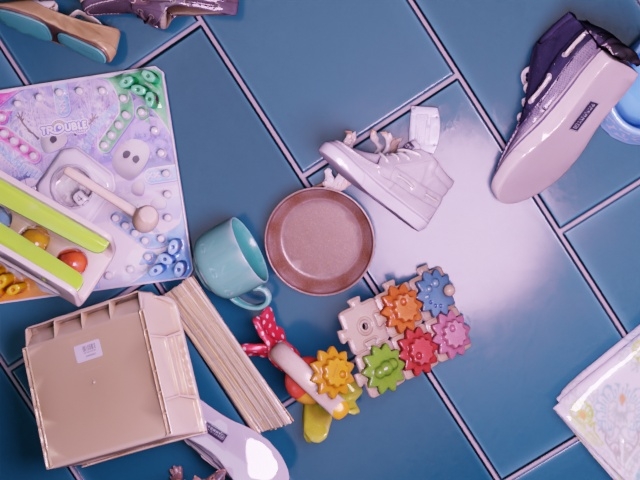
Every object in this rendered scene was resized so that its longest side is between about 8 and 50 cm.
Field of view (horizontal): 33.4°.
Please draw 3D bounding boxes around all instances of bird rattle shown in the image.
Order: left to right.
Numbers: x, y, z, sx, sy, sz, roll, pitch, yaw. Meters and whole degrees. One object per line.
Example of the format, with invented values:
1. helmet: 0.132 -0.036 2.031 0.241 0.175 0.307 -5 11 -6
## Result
1. bird rattle: -0.026 0.229 1.868 0.143 0.207 0.254 -38 100 -10

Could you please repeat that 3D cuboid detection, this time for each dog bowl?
1. dog bowl: 0.600 -0.296 1.829 0.166 0.074 0.297 42 97 0

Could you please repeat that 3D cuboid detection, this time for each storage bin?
1. storage bin: -0.369 0.248 1.880 0.262 0.123 0.261 -18 79 19

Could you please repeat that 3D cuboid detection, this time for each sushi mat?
1. sushi mat: -0.171 0.211 1.909 0.019 0.151 0.317 -35 91 -35

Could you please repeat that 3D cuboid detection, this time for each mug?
1. mug: -0.161 0.049 1.885 0.097 0.129 0.158 -27 66 11

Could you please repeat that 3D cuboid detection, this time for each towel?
1. towel: 0.643 0.291 1.868 0.374 0.090 0.320 -41 91 6

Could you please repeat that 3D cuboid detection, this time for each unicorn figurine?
1. unicorn figurine: 0.065 -0.139 1.890 0.161 0.060 0.111 1 106 -1

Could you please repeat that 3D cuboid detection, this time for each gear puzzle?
1. gear puzzle: 0.119 0.166 1.827 0.338 0.044 0.176 -23 93 -31

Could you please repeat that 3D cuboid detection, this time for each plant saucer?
1. plant saucer: 0.000 0.000 1.913 0.198 0.036 0.199 1 101 7

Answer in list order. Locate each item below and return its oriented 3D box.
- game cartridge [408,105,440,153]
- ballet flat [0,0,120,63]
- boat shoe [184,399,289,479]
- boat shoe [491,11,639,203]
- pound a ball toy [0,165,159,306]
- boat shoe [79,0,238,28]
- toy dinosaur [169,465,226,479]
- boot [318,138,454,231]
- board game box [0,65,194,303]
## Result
1. game cartridge: 0.186 -0.196 1.900 0.055 0.017 0.083 6 95 8
2. ballet flat: -0.469 -0.389 1.919 0.232 0.080 0.073 23 68 0
3. boat shoe: -0.173 0.375 1.939 0.267 0.088 0.096 31 75 4
4. boat shoe: 0.393 -0.231 1.842 0.340 0.127 0.158 -51 45 25
5. pound a ball toy: -0.467 -0.028 1.876 0.319 0.136 0.208 29 71 2
6. boat shoe: -0.282 -0.419 1.878 0.285 0.103 0.093 -8 89 -1
7. toy dinosaur: -0.235 0.528 1.900 0.127 0.200 0.296 6 97 4
8. boot: 0.118 -0.130 1.844 0.258 0.095 0.123 35 89 -33
9. board game box: -0.451 -0.097 1.943 0.389 0.050 0.390 -8 94 6
